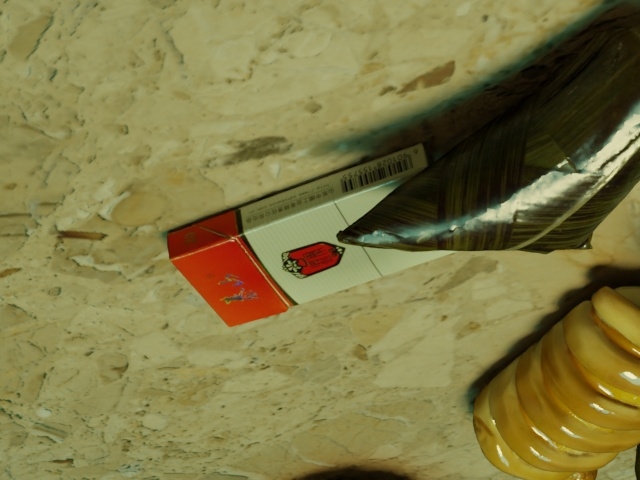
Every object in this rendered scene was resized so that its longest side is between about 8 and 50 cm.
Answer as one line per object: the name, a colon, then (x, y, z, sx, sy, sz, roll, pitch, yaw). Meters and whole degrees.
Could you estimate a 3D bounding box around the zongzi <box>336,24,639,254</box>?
zongzi: (0.161, -0.074, 1.074, 0.241, 0.111, 0.248, -8, 148, -31)

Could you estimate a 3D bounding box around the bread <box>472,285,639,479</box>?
bread: (0.289, 0.165, 1.457, 0.172, 0.121, 0.311, 9, 141, -26)

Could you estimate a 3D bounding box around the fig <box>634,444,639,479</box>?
fig: (0.463, 0.239, 1.488, 0.239, 0.239, 0.271, -15, 157, 6)

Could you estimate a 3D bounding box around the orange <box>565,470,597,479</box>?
orange: (0.293, 0.271, 1.647, 0.083, 0.070, 0.083, -1, 134, -1)

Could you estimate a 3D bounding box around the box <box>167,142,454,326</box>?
box: (0.000, 0.000, 1.229, 0.245, 0.035, 0.139, -19, 144, 11)
